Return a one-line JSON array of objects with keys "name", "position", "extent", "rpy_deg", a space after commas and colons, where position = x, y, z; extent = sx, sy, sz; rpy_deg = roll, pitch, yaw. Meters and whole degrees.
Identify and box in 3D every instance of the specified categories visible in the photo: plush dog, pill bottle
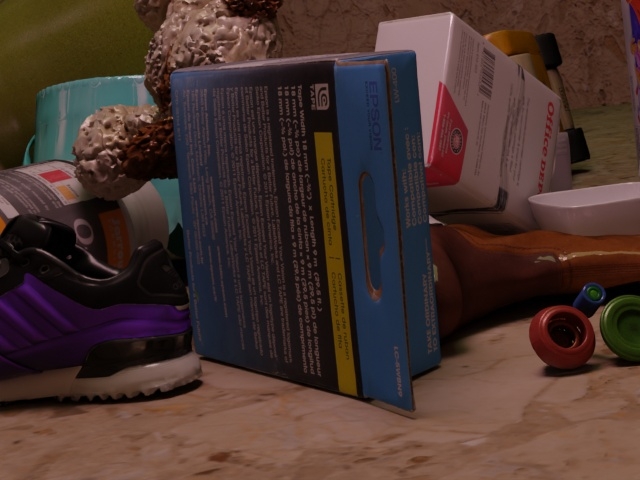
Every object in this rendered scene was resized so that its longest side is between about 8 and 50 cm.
[{"name": "plush dog", "position": [-0.095, -0.140, 1.452], "extent": [0.210, 0.262, 0.225], "rpy_deg": [22, -4, -5]}, {"name": "pill bottle", "position": [-0.278, 0.009, 1.538], "extent": [0.162, 0.162, 0.278], "rpy_deg": [-2, 10, 32]}]

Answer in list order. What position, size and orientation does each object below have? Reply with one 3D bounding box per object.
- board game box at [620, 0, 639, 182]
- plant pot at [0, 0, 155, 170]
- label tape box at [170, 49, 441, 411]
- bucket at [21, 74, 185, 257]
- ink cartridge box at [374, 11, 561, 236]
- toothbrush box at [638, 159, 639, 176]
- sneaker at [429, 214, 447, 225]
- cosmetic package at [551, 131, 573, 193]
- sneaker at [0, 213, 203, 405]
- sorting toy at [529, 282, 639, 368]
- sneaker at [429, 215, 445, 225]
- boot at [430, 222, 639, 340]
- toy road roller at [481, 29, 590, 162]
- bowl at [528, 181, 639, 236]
[{"name": "board game box", "position": [0.430, -0.216, 1.862], "extent": [0.078, 0.347, 0.233], "rpy_deg": [-8, 8, -7]}, {"name": "plant pot", "position": [-0.274, -0.234, 2.123], "extent": [0.353, 0.366, 0.366], "rpy_deg": [-18, 8, 2]}, {"name": "label tape box", "position": [0.011, -0.018, 1.205], "extent": [0.106, 0.240, 0.334], "rpy_deg": [-9, 9, -30]}, {"name": "bucket", "position": [-0.202, -0.077, 1.820], "extent": [0.281, 0.183, 0.281], "rpy_deg": [-2, -5, 0]}, {"name": "ink cartridge box", "position": [0.154, -0.116, 1.717], "extent": [0.100, 0.172, 0.237], "rpy_deg": [-2, -19, 38]}, {"name": "toothbrush box", "position": [0.482, -0.097, 1.592], "extent": [0.283, 0.122, 0.206], "rpy_deg": [7, 7, -2]}, {"name": "sneaker", "position": [0.015, -0.045, 1.781], "extent": [0.112, 0.131, 0.319], "rpy_deg": [1, 12, 45]}, {"name": "cosmetic package", "position": [0.182, -0.077, 1.981], "extent": [0.238, 0.107, 0.127], "rpy_deg": [-4, 5, 44]}, {"name": "sneaker", "position": [-0.242, 0.052, 1.254], "extent": [0.293, 0.146, 0.102], "rpy_deg": [-6, 8, 8]}, {"name": "sorting toy", "position": [0.195, 0.067, 1.149], "extent": [0.102, 0.061, 0.042], "rpy_deg": [-1, -28, -11]}, {"name": "sneaker", "position": [0.107, 0.007, 1.599], "extent": [0.094, 0.080, 0.212], "rpy_deg": [6, 14, 1]}, {"name": "boot", "position": [0.200, 0.035, 1.338], "extent": [0.280, 0.096, 0.264], "rpy_deg": [1, 1, 3]}, {"name": "toy road roller", "position": [0.228, -0.168, 2.285], "extent": [0.240, 0.202, 0.329], "rpy_deg": [-17, -1, 21]}, {"name": "bowl", "position": [0.300, -0.025, 1.676], "extent": [0.142, 0.053, 0.142], "rpy_deg": [-9, 8, -11]}]
